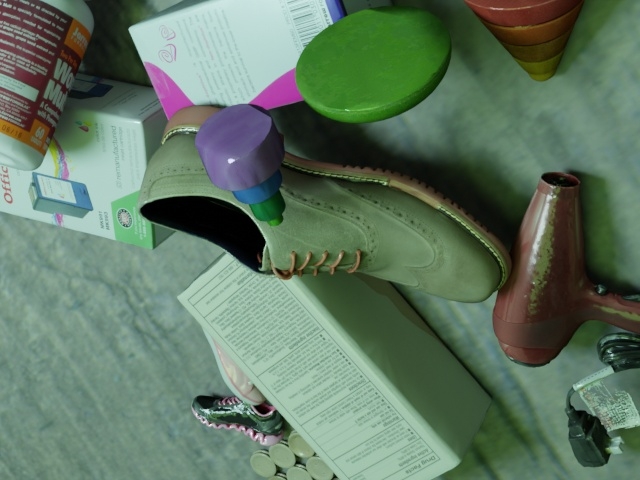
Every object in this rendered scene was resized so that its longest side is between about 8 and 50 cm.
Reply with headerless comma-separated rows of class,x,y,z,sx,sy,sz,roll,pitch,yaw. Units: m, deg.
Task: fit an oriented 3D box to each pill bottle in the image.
pill bottle,-0.296,-0.190,1.053,0.121,0.121,0.221,16,81,19

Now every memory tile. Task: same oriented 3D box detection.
memory tile,-0.011,0.281,1.300,0.148,0.012,0.113,-33,98,37

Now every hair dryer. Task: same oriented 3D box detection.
hair dryer,0.274,0.061,1.010,0.224,0.080,0.293,-31,106,20

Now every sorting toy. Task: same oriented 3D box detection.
sorting toy,0.077,-0.121,0.889,0.127,0.366,0.126,50,169,44

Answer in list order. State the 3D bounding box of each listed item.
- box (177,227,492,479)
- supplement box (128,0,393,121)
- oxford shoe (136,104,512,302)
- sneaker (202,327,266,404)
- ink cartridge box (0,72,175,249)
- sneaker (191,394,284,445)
box,0.017,0.115,1.124,0.311,0.121,0.148,49,127,-5
supplement box,-0.049,-0.189,0.997,0.220,0.114,0.111,-10,112,30
oxford shoe,0.000,0.000,0.980,0.348,0.130,0.123,19,141,4
sneaker,-0.082,0.127,1.226,0.070,0.051,0.134,-18,103,39
ink cartridge box,-0.254,-0.094,1.169,0.212,0.093,0.154,15,123,22
sneaker,-0.097,0.201,1.284,0.119,0.047,0.057,16,116,11
